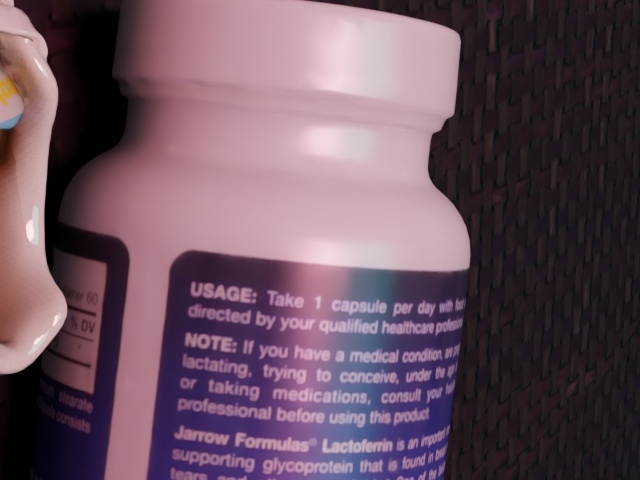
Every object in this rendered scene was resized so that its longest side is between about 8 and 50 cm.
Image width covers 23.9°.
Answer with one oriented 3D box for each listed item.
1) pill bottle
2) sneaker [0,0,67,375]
[{"bbox_3d":[-0.026,0.048,0.559,0.153,0.153,0.264,1,98,-58],"label":"pill bottle"},{"bbox_3d":[-0.124,-0.068,0.431,0.087,0.092,0.228,-33,123,-48],"label":"sneaker"}]
